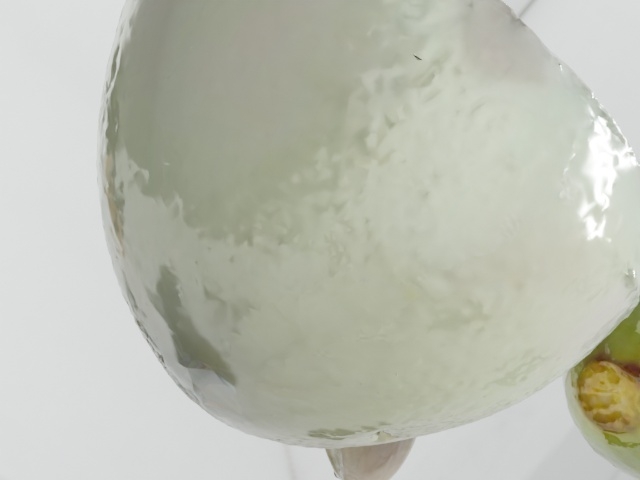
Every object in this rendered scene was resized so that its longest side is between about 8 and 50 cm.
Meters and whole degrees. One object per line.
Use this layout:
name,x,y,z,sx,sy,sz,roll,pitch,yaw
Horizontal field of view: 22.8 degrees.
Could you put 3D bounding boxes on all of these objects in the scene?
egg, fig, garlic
egg,0.000,0.000,0.832,0.201,0.337,0.337,-57,-162,-24
fig,0.374,0.135,1.600,0.258,0.326,0.258,-6,-99,43
garlic,0.040,0.141,1.425,0.101,0.195,0.087,-27,-147,-28
